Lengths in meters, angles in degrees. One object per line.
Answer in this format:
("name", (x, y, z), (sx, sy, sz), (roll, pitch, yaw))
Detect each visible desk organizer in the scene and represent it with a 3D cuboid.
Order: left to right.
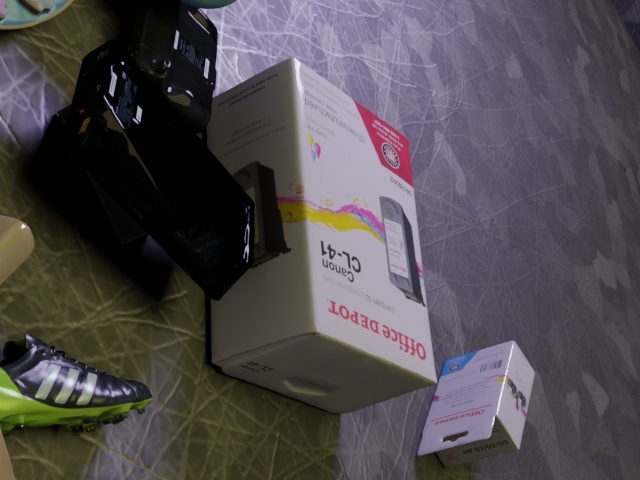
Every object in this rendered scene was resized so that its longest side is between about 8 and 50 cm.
("desk organizer", (-0.176, -0.068, 0.924), (0.130, 0.047, 0.050), (65, 28, -6))

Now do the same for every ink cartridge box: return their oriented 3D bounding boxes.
("ink cartridge box", (0.000, 0.000, 1.077), (0.226, 0.131, 0.306), (28, 47, -48))
("ink cartridge box", (0.193, 0.212, 1.269), (0.061, 0.104, 0.181), (56, 33, -19))

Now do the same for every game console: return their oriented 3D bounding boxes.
("game console", (-0.134, -0.126, 0.971), (0.213, 0.044, 0.361), (51, 23, -34))

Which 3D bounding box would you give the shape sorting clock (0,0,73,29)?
("shape sorting clock", (-0.271, -0.279, 0.856), (0.206, 0.040, 0.206), (-7, 100, -42))

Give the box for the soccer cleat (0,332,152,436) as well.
("soccer cleat", (-0.196, 0.106, 0.770), (0.179, 0.060, 0.072), (8, 63, -53))

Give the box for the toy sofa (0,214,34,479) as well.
("toy sofa", (-0.214, 0.152, 0.476), (0.150, 0.177, 0.362), (-56, 152, -48))

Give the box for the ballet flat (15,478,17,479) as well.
("ballet flat", (-0.205, 0.215, 0.680), (0.248, 0.086, 0.086), (62, 31, -15))

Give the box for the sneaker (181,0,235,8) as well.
("sneaker", (-0.199, -0.359, 1.023), (0.319, 0.127, 0.208), (38, 17, -17))
